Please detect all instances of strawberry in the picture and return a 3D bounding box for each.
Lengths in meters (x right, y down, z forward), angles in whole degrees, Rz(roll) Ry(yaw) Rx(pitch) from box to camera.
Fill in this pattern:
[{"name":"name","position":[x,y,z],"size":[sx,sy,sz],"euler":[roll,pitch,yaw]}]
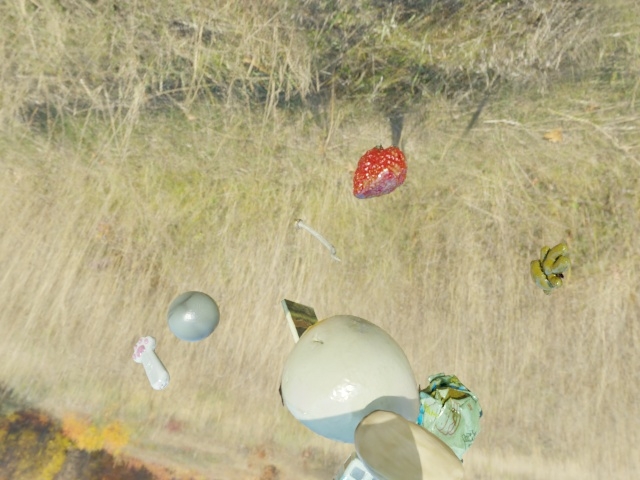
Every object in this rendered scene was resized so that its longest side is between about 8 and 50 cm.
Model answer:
[{"name":"strawberry","position":[0.144,-0.157,1.088],"size":[0.131,0.148,0.131],"euler":[14,155,7]}]

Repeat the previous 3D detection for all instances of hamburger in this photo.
[{"name":"hamburger","position":[0.427,0.560,1.478],"size":[0.260,0.276,0.150],"euler":[40,149,-1]}]

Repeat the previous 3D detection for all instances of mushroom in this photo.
[{"name":"mushroom","position":[-0.001,0.003,1.452],"size":[0.068,0.043,0.306],"euler":[-8,-150,-32]}]

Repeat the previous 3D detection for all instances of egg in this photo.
[{"name":"egg","position":[0.076,0.288,1.046],"size":[0.337,0.337,0.201],"euler":[9,112,8]}]

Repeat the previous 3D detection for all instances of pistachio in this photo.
[{"name":"pistachio","position":[0.145,0.382,0.788],"size":[0.145,0.117,0.200],"euler":[-14,-148,-43]}]

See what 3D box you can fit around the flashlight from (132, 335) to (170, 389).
[{"name":"flashlight","position":[-0.522,0.377,1.399],"size":[0.200,0.093,0.047],"euler":[42,-174,39]}]

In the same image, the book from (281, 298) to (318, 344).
[{"name":"book","position":[-0.043,0.307,1.533],"size":[0.024,0.228,0.160],"euler":[-41,140,20]}]

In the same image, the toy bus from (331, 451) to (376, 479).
[{"name":"toy bus","position":[0.182,0.821,1.473],"size":[0.271,0.164,0.133],"euler":[32,171,6]}]

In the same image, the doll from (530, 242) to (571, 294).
[{"name":"doll","position":[0.734,0.085,1.424],"size":[0.097,0.137,0.209],"euler":[-10,156,-5]}]

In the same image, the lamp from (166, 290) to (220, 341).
[{"name":"lamp","position":[-0.257,0.153,0.923],"size":[0.105,0.105,0.105],"euler":[10,153,5]}]
